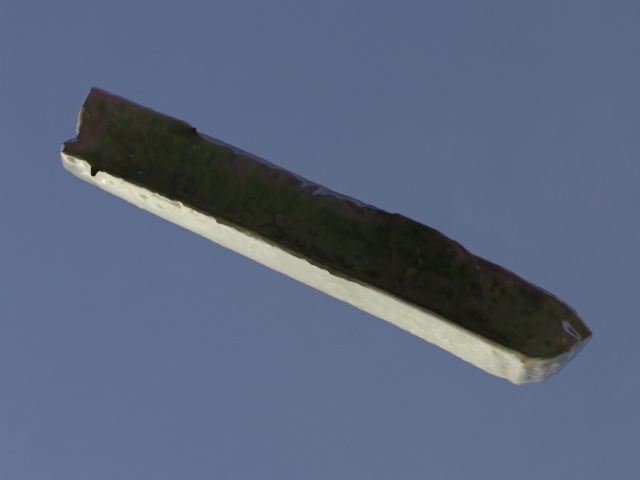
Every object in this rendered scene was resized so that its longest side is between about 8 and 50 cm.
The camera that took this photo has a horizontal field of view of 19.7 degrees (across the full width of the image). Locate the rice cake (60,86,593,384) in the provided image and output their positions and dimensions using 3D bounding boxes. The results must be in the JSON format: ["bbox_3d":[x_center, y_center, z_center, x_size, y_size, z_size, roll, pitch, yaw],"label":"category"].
[{"bbox_3d":[0.000,0.000,0.663,0.206,0.047,0.036,24,-95,15],"label":"rice cake"}]
